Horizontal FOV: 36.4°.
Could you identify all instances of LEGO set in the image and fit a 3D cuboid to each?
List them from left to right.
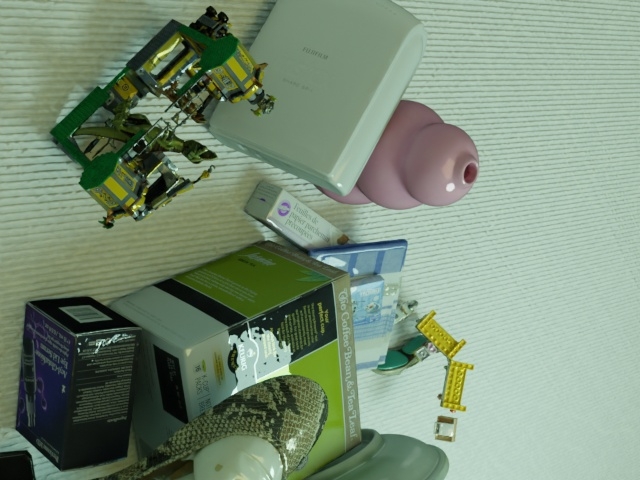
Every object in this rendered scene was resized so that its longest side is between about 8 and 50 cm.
[{"bbox_3d":[-0.197,-0.140,1.354,0.331,0.255,0.192,-51,132,-12],"label":"LEGO set"},{"bbox_3d":[0.227,0.247,1.916,0.132,0.107,0.287,-24,88,-7],"label":"LEGO set"}]

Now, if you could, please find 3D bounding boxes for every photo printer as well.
[{"bbox_3d":[0.004,-0.249,1.497,0.307,0.256,0.107,-61,154,-8],"label":"photo printer"}]

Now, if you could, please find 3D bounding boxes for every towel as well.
[{"bbox_3d":[0.047,0.127,1.754,0.209,0.034,0.285,-7,123,-27],"label":"towel"}]

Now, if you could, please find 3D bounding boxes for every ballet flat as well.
[{"bbox_3d":[-0.195,0.356,1.319,0.483,0.182,0.164,-28,112,5],"label":"ballet flat"},{"bbox_3d":[0.164,0.243,1.953,0.168,0.057,0.052,-21,128,-36],"label":"ballet flat"}]

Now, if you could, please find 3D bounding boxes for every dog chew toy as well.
[{"bbox_3d":[0.118,-0.143,1.579,0.206,0.332,0.206,-16,114,-39],"label":"dog chew toy"}]

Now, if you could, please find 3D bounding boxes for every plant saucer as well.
[{"bbox_3d":[0.020,0.415,1.686,0.400,0.400,0.100,-25,93,-35],"label":"plant saucer"}]

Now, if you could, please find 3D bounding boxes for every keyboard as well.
[{"bbox_3d":[-0.463,0.395,1.423,0.108,0.023,0.180,-6,102,-6],"label":"keyboard"}]

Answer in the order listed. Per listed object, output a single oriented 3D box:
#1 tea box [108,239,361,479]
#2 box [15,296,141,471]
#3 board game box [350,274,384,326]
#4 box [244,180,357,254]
[{"bbox_3d":[-0.125,0.219,1.560,0.323,0.220,0.329,-22,119,-35],"label":"tea box"},{"bbox_3d":[-0.348,0.201,1.394,0.108,0.153,0.207,-2,105,-42],"label":"box"},{"bbox_3d":[0.067,0.110,1.719,0.090,0.020,0.090,-12,124,-23],"label":"board game box"},{"bbox_3d":[0.000,0.000,1.708,0.324,0.067,0.063,35,80,-45],"label":"box"}]
